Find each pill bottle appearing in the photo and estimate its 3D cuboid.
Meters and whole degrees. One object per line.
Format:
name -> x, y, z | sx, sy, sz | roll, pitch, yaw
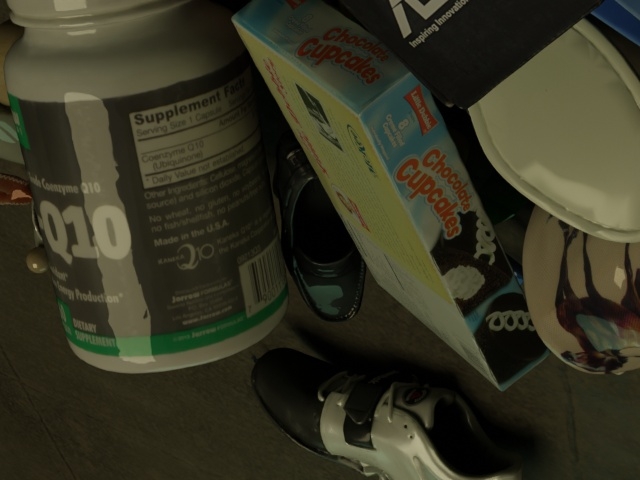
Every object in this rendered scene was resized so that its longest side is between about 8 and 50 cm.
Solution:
pill bottle -> -0.152, -0.088, 1.303 | 0.204, 0.204, 0.361 | 10, 118, 41

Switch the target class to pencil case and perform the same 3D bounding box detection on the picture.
pencil case -> 0.323, 0.010, 1.042 | 0.410, 0.160, 0.183 | -10, 106, 53

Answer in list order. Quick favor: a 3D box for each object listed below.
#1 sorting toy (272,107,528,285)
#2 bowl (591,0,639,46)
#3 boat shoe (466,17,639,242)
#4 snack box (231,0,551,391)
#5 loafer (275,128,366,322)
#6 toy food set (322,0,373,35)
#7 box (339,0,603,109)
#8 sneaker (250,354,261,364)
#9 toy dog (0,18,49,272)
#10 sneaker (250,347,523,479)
sorting toy -> 0.044, -0.073, 1.360 | 0.348, 0.047, 0.196 | 30, 146, 14
bowl -> 0.077, -0.233, 0.848 | 0.391, 0.077, 0.391 | 35, -169, -7
boat shoe -> 0.138, -0.128, 1.066 | 0.319, 0.099, 0.116 | 45, 112, 15
snack box -> 0.059, -0.039, 1.184 | 0.187, 0.060, 0.322 | 42, 167, 47
loafer -> 0.000, 0.000, 1.358 | 0.076, 0.078, 0.223 | -10, 134, 1
toy food set -> -0.021, -0.220, 1.191 | 0.218, 0.071, 0.128 | 38, 151, 1
box -> 0.183, -0.252, 0.531 | 0.097, 0.395, 0.318 | 44, 139, -11
sneaker -> -0.052, 0.155, 1.793 | 0.069, 0.038, 0.098 | 41, 151, -6
toy dog -> -0.305, -0.077, 1.449 | 0.220, 0.161, 0.333 | 1, 131, 48
sneaker -> 0.079, 0.186, 1.638 | 0.331, 0.122, 0.146 | 31, 132, 15
